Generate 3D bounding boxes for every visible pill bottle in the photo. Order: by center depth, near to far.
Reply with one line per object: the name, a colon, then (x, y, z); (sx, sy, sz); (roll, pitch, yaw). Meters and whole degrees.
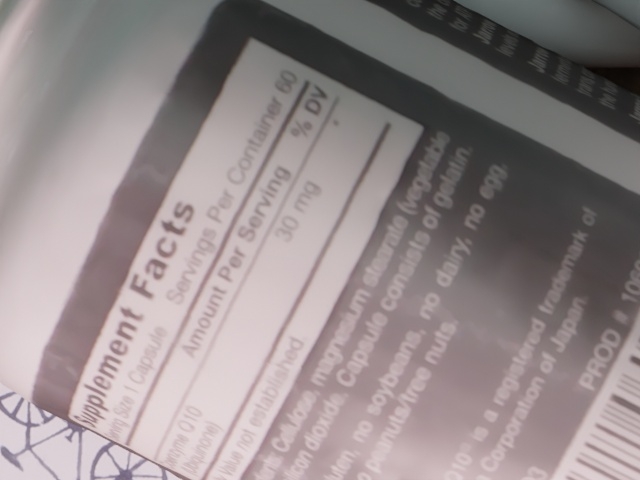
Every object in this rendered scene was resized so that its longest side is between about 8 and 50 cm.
pill bottle: (0.000, 0.000, 0.733); (0.361, 0.204, 0.204); (28, 87, 0)

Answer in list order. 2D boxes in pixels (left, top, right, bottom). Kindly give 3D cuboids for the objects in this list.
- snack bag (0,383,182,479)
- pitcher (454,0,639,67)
snack bag: (-0.158, 0.157, 0.829); (0.323, 0.037, 0.342); (40, 88, 6)
pitcher: (0.105, -0.115, 0.770); (0.207, 0.178, 0.125); (20, 111, 4)
